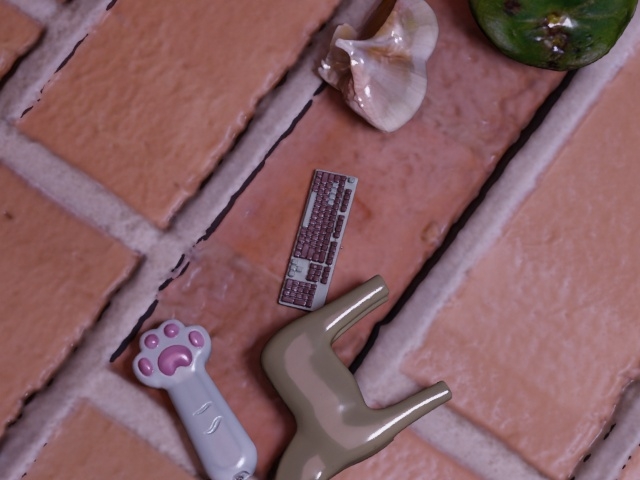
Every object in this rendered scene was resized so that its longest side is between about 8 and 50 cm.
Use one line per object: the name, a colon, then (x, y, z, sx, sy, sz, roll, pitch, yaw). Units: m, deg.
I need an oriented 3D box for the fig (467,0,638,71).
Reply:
fig: (0.258, -0.324, 2.020, 0.203, 0.203, 0.235, -6, 34, 0)

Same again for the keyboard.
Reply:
keyboard: (0.000, 0.000, 1.983, 0.055, 0.017, 0.166, 14, 74, 6)

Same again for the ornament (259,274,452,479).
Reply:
ornament: (0.018, 0.192, 1.901, 0.245, 0.061, 0.230, -31, 77, -8)

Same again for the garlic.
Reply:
garlic: (0.074, -0.212, 2.008, 0.124, 0.099, 0.174, 26, 75, -6)

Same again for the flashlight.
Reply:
flashlight: (-0.134, 0.179, 1.917, 0.093, 0.047, 0.200, -28, 74, -7)
